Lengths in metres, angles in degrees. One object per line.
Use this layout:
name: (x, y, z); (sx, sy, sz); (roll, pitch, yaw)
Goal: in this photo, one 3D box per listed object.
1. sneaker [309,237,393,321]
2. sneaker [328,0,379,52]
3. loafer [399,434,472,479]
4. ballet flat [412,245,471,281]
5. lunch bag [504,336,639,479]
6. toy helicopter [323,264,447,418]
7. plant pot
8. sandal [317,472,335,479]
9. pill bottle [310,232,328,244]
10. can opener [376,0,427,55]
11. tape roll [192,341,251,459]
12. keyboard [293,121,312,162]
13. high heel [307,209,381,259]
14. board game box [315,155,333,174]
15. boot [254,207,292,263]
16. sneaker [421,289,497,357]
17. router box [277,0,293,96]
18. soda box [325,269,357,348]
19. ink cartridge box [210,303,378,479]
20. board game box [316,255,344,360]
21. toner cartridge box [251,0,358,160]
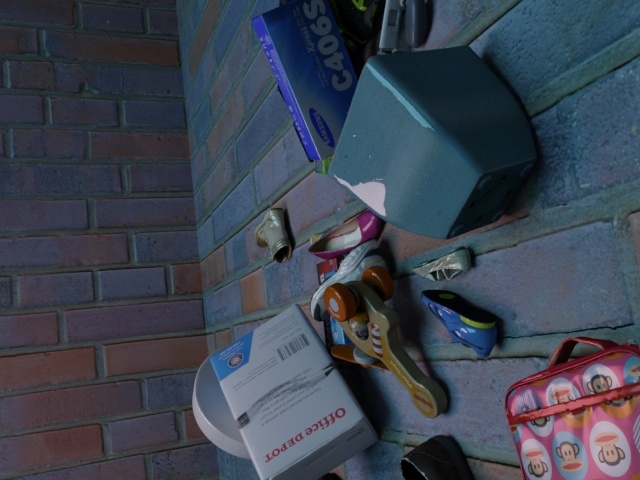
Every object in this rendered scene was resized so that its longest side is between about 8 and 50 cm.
sneaker: (0.068, 0.116, 1.477); (0.108, 0.100, 0.271); (48, 124, 13)
sneaker: (0.090, -0.570, 1.410); (0.147, 0.145, 0.385); (-59, 5, -17)
loafer: (0.246, 0.548, 1.142); (0.365, 0.130, 0.133); (-116, 32, -42)
ballet flat: (0.236, 0.056, 1.206); (0.168, 0.057, 0.052); (-34, 72, 64)
lunch bag: (0.383, 0.252, 0.820); (0.293, 0.120, 0.258); (131, 135, -56)
toy helicopter: (0.138, 0.244, 1.338); (0.355, 0.140, 0.235); (49, 145, 28)
plant pot: (0.206, -0.146, 1.036); (0.252, 0.247, 0.247); (51, 140, 28)
sandal: (0.079, 0.746, 1.622); (0.446, 0.107, 0.167); (-143, 52, -76)
pill bottle: (0.000, 0.000, 1.757); (0.083, 0.043, 0.043); (178, 89, -67)
can opener: (0.163, -0.371, 1.295); (0.095, 0.076, 0.283); (-132, 43, -57)
tape roll: (-0.176, 0.455, 1.792); (0.392, 0.392, 0.072); (-119, 34, -45)
keyboard: (-0.057, -0.329, 1.859); (0.100, 0.038, 0.192); (110, 147, -42)
high heel: (0.058, -0.014, 1.526); (0.244, 0.117, 0.082); (142, 122, -63)
board game box: (0.018, -0.333, 1.600); (0.213, 0.046, 0.317); (-127, 36, -81)
boot: (-0.162, 0.009, 2.097); (0.213, 0.077, 0.165); (-56, 45, 51)
sneaker: (0.253, 0.153, 1.159); (0.209, 0.069, 0.082); (-146, 53, -62)
router box: (-0.058, -0.489, 1.595); (0.309, 0.081, 0.242); (-70, -18, -86)
soda box: (0.066, 0.183, 1.598); (0.071, 0.067, 0.210); (153, 113, -65)
ink cartridge box: (-0.074, 0.408, 1.593); (0.395, 0.286, 0.166); (56, 177, 41)
board game box: (0.041, 0.192, 1.707); (0.145, 0.027, 0.281); (151, 113, -66)
toner cartridge box: (-0.009, -0.377, 1.416); (0.075, 0.165, 0.347); (25, 142, 65)
